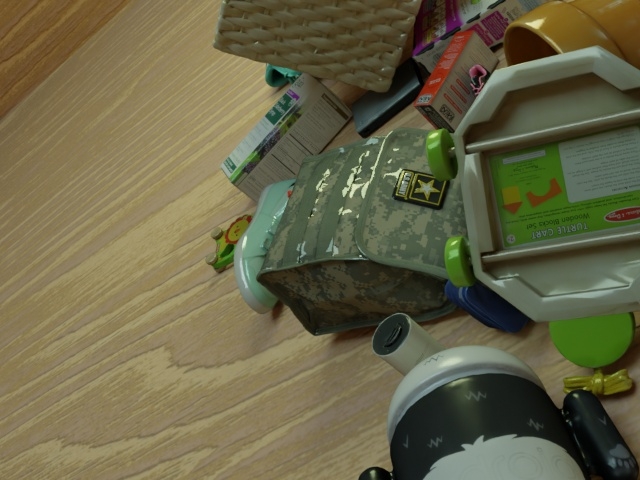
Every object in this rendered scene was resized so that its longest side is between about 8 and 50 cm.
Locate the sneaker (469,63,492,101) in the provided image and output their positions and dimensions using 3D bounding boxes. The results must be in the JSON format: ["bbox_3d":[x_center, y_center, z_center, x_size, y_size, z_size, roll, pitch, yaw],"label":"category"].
[{"bbox_3d":[0.235,-0.210,1.335,0.047,0.057,0.119,-29,38,29],"label":"sneaker"}]

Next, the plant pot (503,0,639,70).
[{"bbox_3d":[0.350,-0.213,1.076,0.188,0.205,0.205,-33,31,-3],"label":"plant pot"}]

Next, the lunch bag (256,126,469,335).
[{"bbox_3d":[0.089,-0.018,1.215,0.287,0.169,0.235,-12,44,37],"label":"lunch bag"}]

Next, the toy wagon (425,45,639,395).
[{"bbox_3d":[0.258,-0.015,0.945,0.267,0.068,0.345,-10,88,26],"label":"toy wagon"}]

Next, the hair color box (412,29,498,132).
[{"bbox_3d":[0.205,-0.239,1.389,0.043,0.072,0.141,9,63,55],"label":"hair color box"}]

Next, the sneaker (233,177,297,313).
[{"bbox_3d":[-0.043,-0.011,1.446,0.151,0.094,0.256,-20,43,36],"label":"sneaker"}]

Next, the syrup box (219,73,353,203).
[{"bbox_3d":[-0.062,-0.179,1.649,0.237,0.096,0.093,-48,30,5],"label":"syrup box"}]

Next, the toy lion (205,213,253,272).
[{"bbox_3d":[-0.153,0.000,1.642,0.096,0.034,0.100,-22,40,27],"label":"toy lion"}]

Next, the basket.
[{"bbox_3d":[0.018,-0.457,1.508,0.266,0.331,0.328,-85,12,-48],"label":"basket"}]

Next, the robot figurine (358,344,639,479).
[{"bbox_3d":[0.159,0.226,0.854,0.278,0.209,0.174,-105,31,-53],"label":"robot figurine"}]

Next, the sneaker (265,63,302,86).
[{"bbox_3d":[-0.024,-0.357,1.819,0.275,0.107,0.110,3,78,59],"label":"sneaker"}]

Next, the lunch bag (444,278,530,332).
[{"bbox_3d":[0.200,0.062,1.049,0.067,0.098,0.065,-59,14,-6],"label":"lunch bag"}]

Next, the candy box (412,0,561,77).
[{"bbox_3d":[0.259,-0.372,1.463,0.233,0.071,0.159,-29,36,33],"label":"candy box"}]

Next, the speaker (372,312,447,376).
[{"bbox_3d":[0.119,0.137,1.029,0.055,0.136,0.055,-33,35,27],"label":"speaker"}]

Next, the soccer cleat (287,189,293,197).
[{"bbox_3d":[0.000,0.000,1.378,0.068,0.076,0.196,-24,68,55],"label":"soccer cleat"}]

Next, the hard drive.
[{"bbox_3d":[0.114,-0.242,1.560,0.135,0.022,0.094,-36,33,21],"label":"hard drive"}]
